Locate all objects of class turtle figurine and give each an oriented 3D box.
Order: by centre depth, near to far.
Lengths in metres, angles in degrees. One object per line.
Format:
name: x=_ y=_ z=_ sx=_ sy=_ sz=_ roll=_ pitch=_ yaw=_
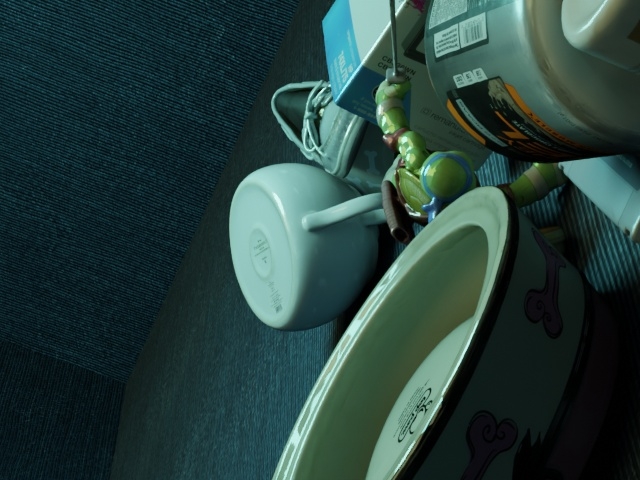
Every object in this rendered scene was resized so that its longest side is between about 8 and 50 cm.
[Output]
turtle figurine: x=0.155 y=-0.103 z=1.773 sx=0.266 sy=0.198 sz=0.274 roll=100 pitch=170 yaw=-79

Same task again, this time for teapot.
teapot: x=0.000 y=0.000 z=2.377 sx=0.256 sy=0.187 sz=0.252 roll=45 pitch=138 yaw=50

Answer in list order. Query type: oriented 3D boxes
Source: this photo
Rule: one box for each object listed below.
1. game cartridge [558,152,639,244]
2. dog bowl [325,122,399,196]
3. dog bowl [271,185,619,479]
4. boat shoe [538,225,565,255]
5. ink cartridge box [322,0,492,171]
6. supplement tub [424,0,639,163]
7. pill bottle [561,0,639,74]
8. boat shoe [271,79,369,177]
game cartridge: x=0.296 y=-0.113 z=1.484 sx=0.198 sy=0.062 sz=0.297 roll=-63 pitch=13 yaw=12
dog bowl: x=0.108 y=-0.220 z=2.425 sx=0.349 sy=0.102 sz=0.348 roll=-160 pitch=90 yaw=-78
dog bowl: x=0.108 y=0.161 z=1.507 sx=0.408 sy=0.150 sz=0.408 roll=-55 pitch=11 yaw=17
boat shoe: x=0.155 y=0.076 z=1.732 sx=0.302 sy=0.109 sz=0.098 roll=-38 pitch=68 yaw=49
ink cartridge box: x=0.158 y=-0.264 z=1.907 sx=0.270 sy=0.198 sz=0.197 roll=-55 pitch=23 yaw=29
supplement tub: x=0.206 y=-0.167 z=1.348 sx=0.338 sy=0.207 sz=0.207 roll=-179 pitch=109 yaw=-78
pill bottle: x=0.289 y=-0.148 z=1.126 sx=0.131 sy=0.229 sz=0.131 roll=-159 pitch=90 yaw=-79
boat shoe: x=0.001 y=-0.163 z=2.306 sx=0.320 sy=0.103 sz=0.118 roll=-124 pitch=55 yaw=-76
